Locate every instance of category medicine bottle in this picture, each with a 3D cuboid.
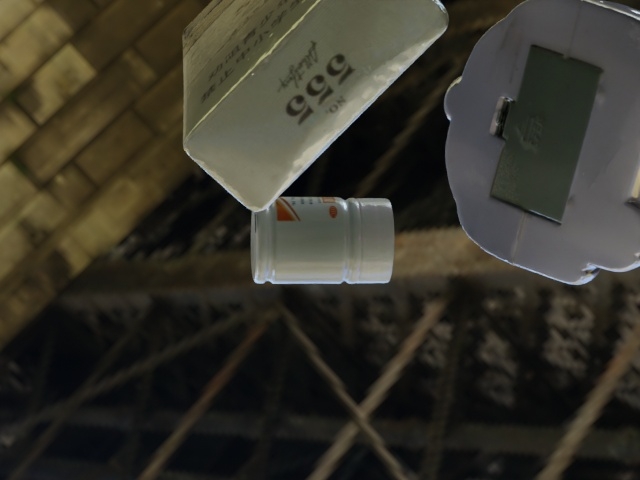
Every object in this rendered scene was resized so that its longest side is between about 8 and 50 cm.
[{"bbox_3d":[0.000,0.000,1.145,0.089,0.057,0.057,0,-155,-6],"label":"medicine bottle"}]

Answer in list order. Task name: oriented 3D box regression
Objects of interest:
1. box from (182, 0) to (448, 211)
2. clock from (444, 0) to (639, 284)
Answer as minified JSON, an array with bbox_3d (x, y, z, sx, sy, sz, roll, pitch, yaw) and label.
[{"bbox_3d":[-0.013,-0.132,1.121,0.168,0.071,0.259,-44,-163,13],"label":"box"},{"bbox_3d":[0.226,-0.071,1.225,0.189,0.189,0.254,-21,167,40],"label":"clock"}]
